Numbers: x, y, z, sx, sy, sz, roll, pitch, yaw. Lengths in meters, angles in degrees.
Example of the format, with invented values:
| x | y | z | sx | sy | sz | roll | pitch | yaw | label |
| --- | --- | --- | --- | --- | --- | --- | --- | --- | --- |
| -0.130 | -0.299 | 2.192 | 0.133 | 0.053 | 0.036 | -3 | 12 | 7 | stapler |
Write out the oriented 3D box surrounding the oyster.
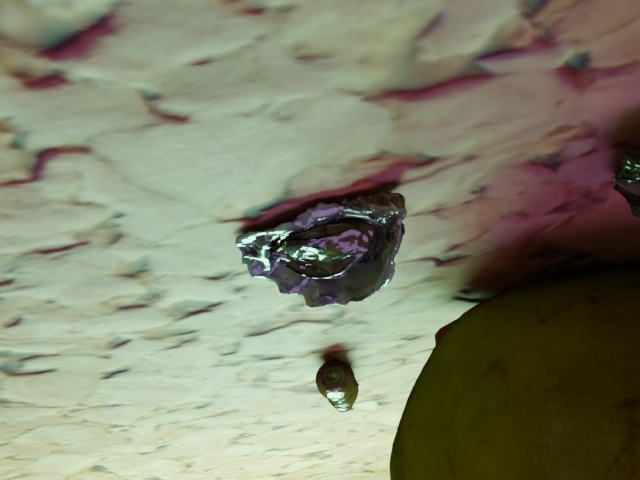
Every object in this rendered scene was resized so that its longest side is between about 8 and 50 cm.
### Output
| x | y | z | sx | sy | sz | roll | pitch | yaw | label |
| --- | --- | --- | --- | --- | --- | --- | --- | --- | --- |
| 0.000 | 0.000 | 0.664 | 0.100 | 0.037 | 0.098 | 9 | 141 | 6 | oyster |

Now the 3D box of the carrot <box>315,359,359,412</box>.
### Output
| x | y | z | sx | sy | sz | roll | pitch | yaw | label |
| --- | --- | --- | --- | --- | --- | --- | --- | --- | --- |
| 0.019 | 0.139 | 1.022 | 0.036 | 0.035 | 0.165 | -11 | 162 | 3 | carrot |

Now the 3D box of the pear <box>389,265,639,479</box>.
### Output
| x | y | z | sx | sy | sz | roll | pitch | yaw | label |
| --- | --- | --- | --- | --- | --- | --- | --- | --- | --- |
| 0.241 | 0.144 | 0.829 | 0.375 | 0.287 | 0.287 | -21 | 162 | -12 | pear |

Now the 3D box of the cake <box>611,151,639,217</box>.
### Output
| x | y | z | sx | sy | sz | roll | pitch | yaw | label |
| --- | --- | --- | --- | --- | --- | --- | --- | --- | --- |
| 0.314 | 0.000 | 0.588 | 0.284 | 0.172 | 0.158 | -14 | 162 | 13 | cake |
